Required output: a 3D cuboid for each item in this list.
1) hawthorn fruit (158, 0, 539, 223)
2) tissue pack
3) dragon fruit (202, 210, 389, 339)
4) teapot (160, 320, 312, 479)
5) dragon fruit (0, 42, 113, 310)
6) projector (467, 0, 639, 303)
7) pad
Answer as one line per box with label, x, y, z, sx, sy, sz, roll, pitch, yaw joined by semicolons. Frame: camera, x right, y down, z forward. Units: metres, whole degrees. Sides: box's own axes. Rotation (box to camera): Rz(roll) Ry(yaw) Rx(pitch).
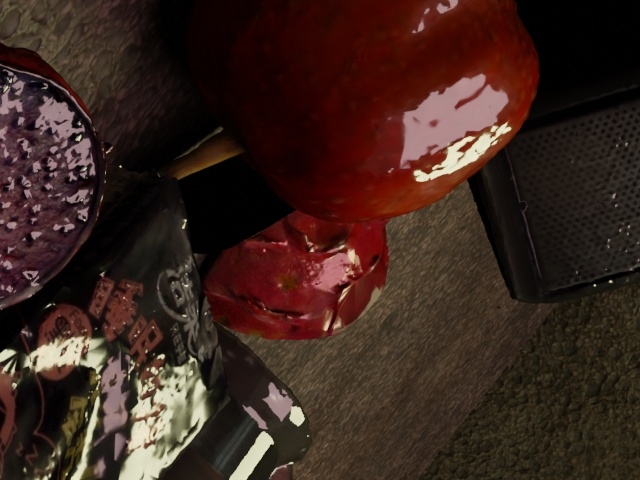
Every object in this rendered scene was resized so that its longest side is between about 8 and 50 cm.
hawthorn fruit;0.009;-0.138;1.472;0.330;0.287;0.287;-33;158;-11
tissue pack;-0.201;0.120;1.318;0.332;0.123;0.245;-49;139;-46
dragon fruit;0.000;0.000;1.915;0.262;0.189;0.163;-44;-169;-35
teapot;-0.167;0.267;1.674;0.361;0.376;0.305;-53;-163;-22
dragon fruit;-0.264;-0.062;1.175;0.218;0.148;0.224;27;112;-41
projector;0.338;-0.149;1.818;0.405;0.242;0.395;-17;-160;4
pad;-0.001;-0.015;1.563;0.250;0.323;0.055;-31;141;-35
